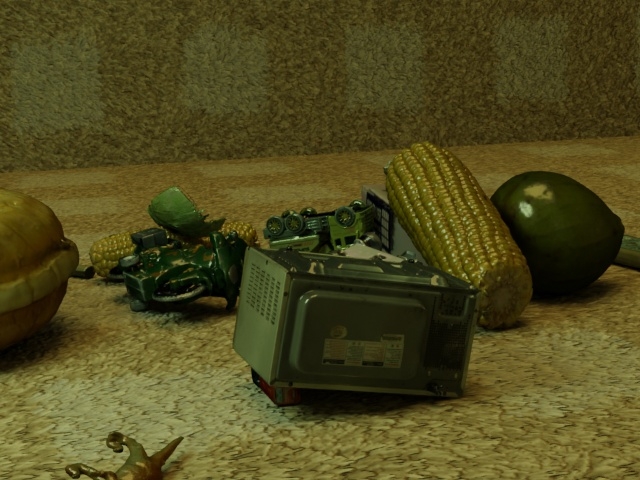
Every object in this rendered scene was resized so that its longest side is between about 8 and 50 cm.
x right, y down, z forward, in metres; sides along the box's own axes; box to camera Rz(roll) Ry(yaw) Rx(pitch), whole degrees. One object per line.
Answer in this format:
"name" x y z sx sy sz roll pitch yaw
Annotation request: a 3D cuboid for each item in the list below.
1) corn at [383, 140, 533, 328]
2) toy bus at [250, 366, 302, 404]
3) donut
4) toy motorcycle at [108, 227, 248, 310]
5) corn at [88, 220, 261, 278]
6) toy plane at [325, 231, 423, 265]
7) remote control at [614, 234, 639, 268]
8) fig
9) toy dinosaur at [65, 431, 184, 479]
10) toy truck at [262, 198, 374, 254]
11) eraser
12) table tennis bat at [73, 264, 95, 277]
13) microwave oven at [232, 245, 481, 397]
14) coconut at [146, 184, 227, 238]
"corn" 0.204 -0.019 1.764 0.144 0.143 0.387 -5 35 -19
"toy bus" -0.053 0.166 1.398 0.043 0.031 0.110 -8 12 -17
"donut" -0.552 0.045 1.620 0.449 0.198 0.449 0 14 0
"toy motorcycle" -0.213 0.043 1.823 0.187 0.124 0.275 -19 18 -29
"corn" -0.247 0.020 2.009 0.292 0.101 0.101 -5 11 -4
"toy plane" 0.080 0.055 1.763 0.251 0.101 0.255 -26 24 -37
"remote control" 0.554 0.022 2.029 0.098 0.038 0.233 -7 11 -27
"fig" 0.372 -0.019 1.846 0.225 0.202 0.203 -14 15 -22
"toy dinosaur" -0.164 0.223 1.125 0.162 0.039 0.126 -5 20 -41
"toy truck" 0.000 0.000 2.025 0.191 0.116 0.085 -7 9 19
"eraser" 0.132 -0.019 2.063 0.086 0.130 0.287 -1 10 -9
"table tennis bat" -0.492 0.047 2.094 0.234 0.022 0.131 4 12 33
"microwave oven" 0.041 0.091 1.379 0.241 0.145 0.194 7 5 -20
"coconut" -0.222 -0.038 1.909 0.133 0.055 0.158 24 -14 5
